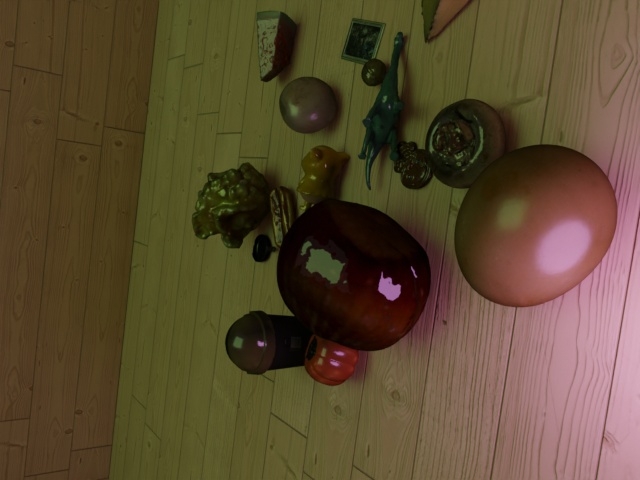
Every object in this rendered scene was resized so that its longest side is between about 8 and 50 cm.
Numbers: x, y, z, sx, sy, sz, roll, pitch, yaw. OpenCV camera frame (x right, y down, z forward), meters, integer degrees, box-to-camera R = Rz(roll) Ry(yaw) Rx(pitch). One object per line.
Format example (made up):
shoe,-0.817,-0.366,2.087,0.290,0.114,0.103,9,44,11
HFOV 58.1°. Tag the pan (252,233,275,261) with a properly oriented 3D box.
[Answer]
pan,-0.215,0.032,2.297,0.212,0.040,0.114,0,86,60

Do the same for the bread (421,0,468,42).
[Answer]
bread,0.320,-0.817,1.537,0.405,0.242,0.345,-32,59,43

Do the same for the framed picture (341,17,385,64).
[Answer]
framed picture,0.138,-0.665,1.925,0.183,0.011,0.141,37,115,49

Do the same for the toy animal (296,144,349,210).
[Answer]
toy animal,-0.004,-0.206,1.956,0.156,0.156,0.229,37,117,48

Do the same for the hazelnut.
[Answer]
hazelnut,0.095,0.086,1.604,0.430,0.402,0.401,27,112,11

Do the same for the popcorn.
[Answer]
popcorn,-0.346,-0.151,2.297,0.274,0.279,0.335,40,126,0

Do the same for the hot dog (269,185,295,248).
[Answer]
hot dog,-0.137,-0.088,2.186,0.100,0.068,0.249,-17,75,38

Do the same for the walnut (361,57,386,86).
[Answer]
walnut,0.169,-0.529,1.813,0.092,0.092,0.092,-8,80,53

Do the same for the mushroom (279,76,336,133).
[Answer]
mushroom,-0.037,-0.459,2.022,0.207,0.209,0.206,-14,48,16

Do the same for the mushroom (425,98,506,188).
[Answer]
mushroom,0.356,-0.244,1.457,0.227,0.178,0.226,14,108,53

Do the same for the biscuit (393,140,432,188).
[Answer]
biscuit,0.265,-0.224,1.699,0.175,0.026,0.124,55,127,40

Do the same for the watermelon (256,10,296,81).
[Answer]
watermelon,-0.181,-0.739,2.255,0.140,0.193,0.256,7,88,22

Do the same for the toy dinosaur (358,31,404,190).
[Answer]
toy dinosaur,0.200,-0.401,1.780,0.383,0.130,0.330,101,-179,-45

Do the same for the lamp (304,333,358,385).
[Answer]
lamp,0.043,0.367,1.827,0.187,0.164,0.187,-54,23,36

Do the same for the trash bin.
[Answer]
trash bin,-0.172,0.345,1.968,0.214,0.334,0.214,-5,83,52

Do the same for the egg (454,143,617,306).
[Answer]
egg,0.439,-0.025,1.218,0.373,0.301,0.301,-59,44,39
